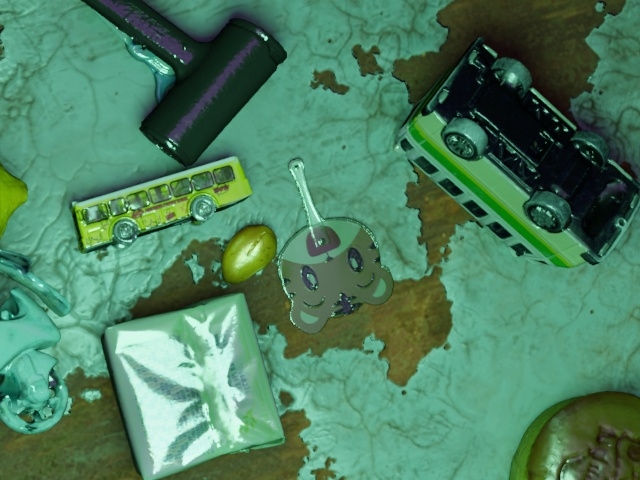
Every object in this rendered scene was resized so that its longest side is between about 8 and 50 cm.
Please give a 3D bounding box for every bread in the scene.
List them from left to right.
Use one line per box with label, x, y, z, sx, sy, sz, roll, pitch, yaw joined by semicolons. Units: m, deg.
bread;0.376;0.333;1.730;0.269;0.148;0.270;1;86;-13

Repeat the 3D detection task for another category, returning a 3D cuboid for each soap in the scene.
soap;-0.163;0.181;1.618;0.182;0.138;0.200;-15;90;-15

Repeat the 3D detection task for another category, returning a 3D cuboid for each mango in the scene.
mango;-0.094;0.018;1.691;0.060;0.046;0.089;38;84;-9

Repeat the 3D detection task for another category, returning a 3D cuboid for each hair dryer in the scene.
hair dryer;-0.199;-0.240;1.645;0.251;0.089;0.197;40;81;-5

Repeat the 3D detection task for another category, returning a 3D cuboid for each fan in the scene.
fan;0.000;0.000;1.734;0.152;0.008;0.227;-21;92;-13

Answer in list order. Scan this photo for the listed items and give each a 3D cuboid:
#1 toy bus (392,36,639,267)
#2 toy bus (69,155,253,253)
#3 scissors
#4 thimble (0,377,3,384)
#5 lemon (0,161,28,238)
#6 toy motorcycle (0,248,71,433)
toy bus;0.253;-0.095;1.711;0.305;0.179;0.143;40;63;-8
toy bus;-0.202;-0.042;1.651;0.226;0.081;0.074;-18;90;-14
scissors;-0.222;-0.257;1.685;0.256;0.030;0.125;42;79;-11
thimble;-0.476;0.161;1.545;0.229;0.148;0.196;-40;99;-11
lemon;-0.470;-0.053;1.538;0.244;0.187;0.187;0;87;-6
toy motorcycle;-0.399;0.101;1.426;0.260;0.154;0.206;11;63;-22
